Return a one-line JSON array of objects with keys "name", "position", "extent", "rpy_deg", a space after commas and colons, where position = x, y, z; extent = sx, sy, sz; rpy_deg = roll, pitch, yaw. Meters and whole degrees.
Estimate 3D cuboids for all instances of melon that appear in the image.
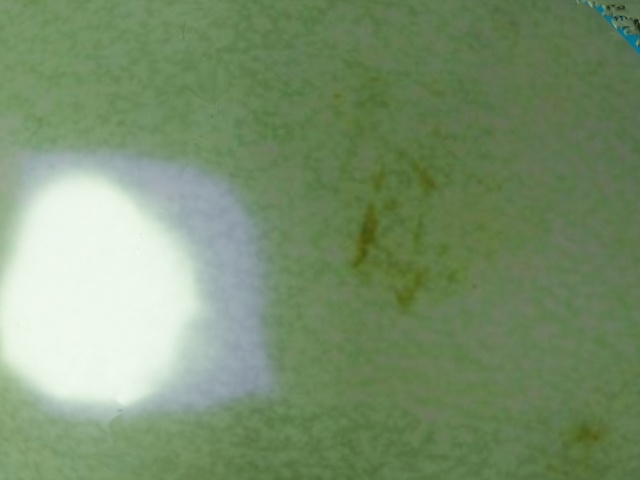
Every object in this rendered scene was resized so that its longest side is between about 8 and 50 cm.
[{"name": "melon", "position": [0.000, 0.000, 0.482], "extent": [0.330, 0.268, 0.268], "rpy_deg": [15, 109, 26]}]
